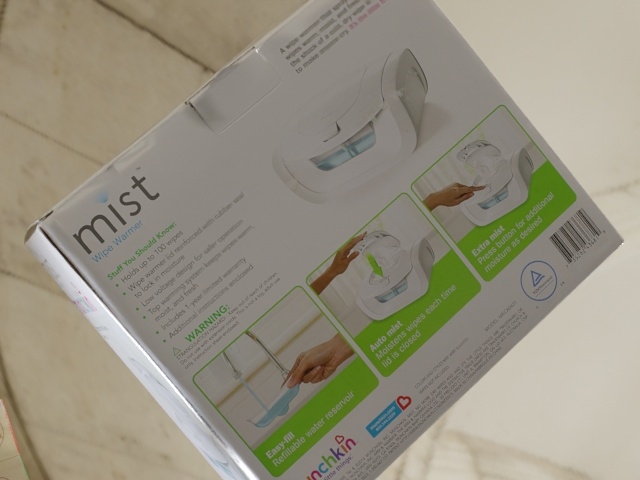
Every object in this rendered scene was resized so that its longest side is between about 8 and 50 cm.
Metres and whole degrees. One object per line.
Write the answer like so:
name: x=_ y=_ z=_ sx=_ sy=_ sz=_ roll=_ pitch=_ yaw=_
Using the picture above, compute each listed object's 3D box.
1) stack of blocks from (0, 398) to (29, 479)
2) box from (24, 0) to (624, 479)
stack of blocks: x=-0.364 y=0.203 z=0.903 sx=0.297 sy=0.087 sz=0.171 roll=-13 pitch=-10 yaw=-45
box: x=0.000 y=0.000 z=0.798 sx=0.262 sy=0.127 sz=0.231 roll=-42 pitch=-84 yaw=-15
